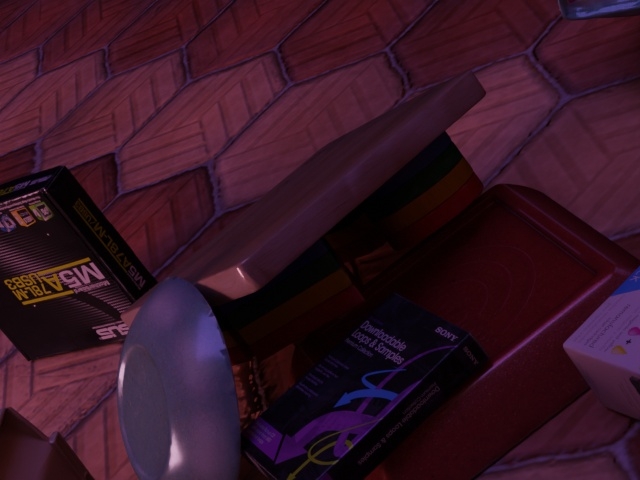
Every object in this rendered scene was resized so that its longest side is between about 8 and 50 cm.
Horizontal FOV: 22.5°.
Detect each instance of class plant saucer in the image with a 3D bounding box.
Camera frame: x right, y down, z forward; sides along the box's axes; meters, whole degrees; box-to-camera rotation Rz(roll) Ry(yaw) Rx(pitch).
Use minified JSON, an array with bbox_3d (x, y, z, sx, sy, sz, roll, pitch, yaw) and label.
[{"bbox_3d":[-0.115,0.125,1.193,0.037,0.195,0.195,-6,14,-27],"label":"plant saucer"},{"bbox_3d":[0.103,0.063,1.181,0.259,0.048,0.258,-37,26,-3],"label":"plant saucer"}]

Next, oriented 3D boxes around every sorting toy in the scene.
[{"bbox_3d":[0.000,0.000,1.277,0.257,0.089,0.255,-40,8,-27],"label":"sorting toy"}]

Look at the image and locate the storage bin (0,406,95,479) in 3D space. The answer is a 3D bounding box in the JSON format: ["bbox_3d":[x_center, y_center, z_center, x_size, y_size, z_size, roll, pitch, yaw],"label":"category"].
[{"bbox_3d":[-0.176,0.278,0.924,0.123,0.260,0.262,-22,29,18],"label":"storage bin"}]

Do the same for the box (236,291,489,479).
[{"bbox_3d":[0.026,0.110,1.109,0.162,0.029,0.116,-41,26,-12],"label":"box"}]

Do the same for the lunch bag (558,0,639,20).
[{"bbox_3d":[0.334,-0.282,1.305,0.262,0.160,0.223,-10,11,31],"label":"lunch bag"}]

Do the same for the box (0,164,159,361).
[{"bbox_3d":[-0.260,0.026,1.521,0.190,0.184,0.045,-13,32,37],"label":"box"}]

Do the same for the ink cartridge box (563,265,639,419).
[{"bbox_3d":[0.248,0.069,0.977,0.104,0.061,0.181,-44,28,-16],"label":"ink cartridge box"}]
